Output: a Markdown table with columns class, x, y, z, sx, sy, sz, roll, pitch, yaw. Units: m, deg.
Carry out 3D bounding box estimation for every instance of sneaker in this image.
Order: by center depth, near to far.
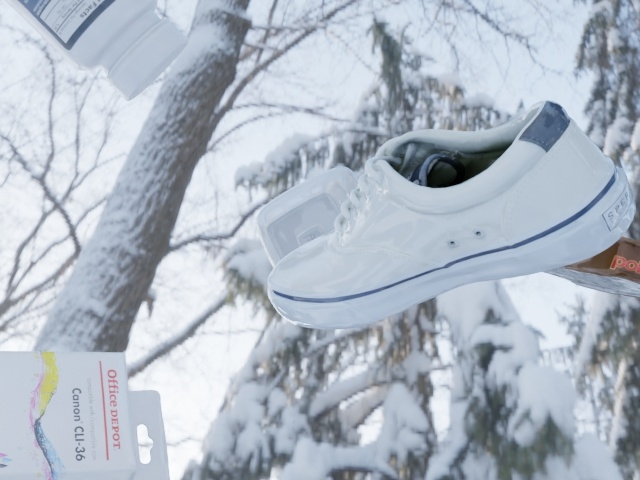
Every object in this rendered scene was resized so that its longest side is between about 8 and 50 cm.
| class | x | y | z | sx | sy | sz | roll | pitch | yaw |
| --- | --- | --- | --- | --- | --- | --- | --- | --- | --- |
| sneaker | 0.056 | -0.018 | 0.627 | 0.258 | 0.094 | 0.091 | -20 | -67 | 39 |

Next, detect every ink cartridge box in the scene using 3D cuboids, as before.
| class | x | y | z | sx | sy | sz | roll | pitch | yaw |
| --- | --- | --- | --- | --- | --- | --- | --- | --- | --- |
| ink cartridge box | -0.217 | 0.153 | 0.855 | 0.198 | 0.115 | 0.067 | 3 | -40 | -22 |

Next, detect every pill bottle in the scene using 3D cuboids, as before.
| class | x | y | z | sx | sy | sz | roll | pitch | yaw |
| --- | --- | --- | --- | --- | --- | --- | --- | --- | --- |
| pill bottle | -0.212 | -0.218 | 0.955 | 0.180 | 0.108 | 0.108 | 45 | -62 | -7 |

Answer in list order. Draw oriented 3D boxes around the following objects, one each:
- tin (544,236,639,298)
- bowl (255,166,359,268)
| class | x | y | z | sx | sy | sz | roll | pitch | yaw |
| --- | --- | --- | --- | --- | --- | --- | --- | --- | --- |
| tin | 0.220 | 0.018 | 0.846 | 0.106 | 0.190 | 0.040 | 21 | -92 | -5 |
| bowl | 0.000 | 0.000 | 1.218 | 0.142 | 0.053 | 0.142 | -28 | -90 | 17 |
